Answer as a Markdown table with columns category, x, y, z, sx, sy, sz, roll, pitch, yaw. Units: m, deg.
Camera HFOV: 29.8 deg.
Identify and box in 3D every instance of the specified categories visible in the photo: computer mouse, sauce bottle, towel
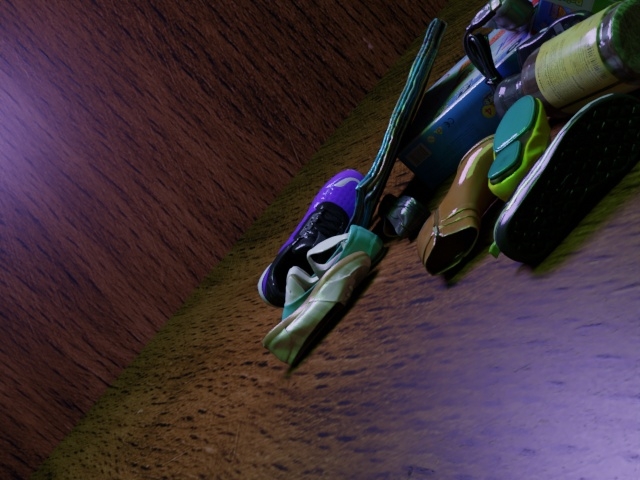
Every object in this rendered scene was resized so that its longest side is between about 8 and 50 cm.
| category | x | y | z | sx | sy | sz | roll | pitch | yaw |
| --- | --- | --- | --- | --- | --- | --- | --- | --- | --- |
| computer mouse | 0.325 | -0.297 | 1.786 | 0.060 | 0.184 | 0.262 | -26 | -6 | -35 |
| sauce bottle | 0.336 | -0.224 | 1.592 | 0.111 | 0.111 | 0.344 | -50 | 11 | -19 |
| towel | 0.122 | -0.171 | 2.076 | 0.271 | 0.040 | 0.370 | 107 | -174 | -66 |

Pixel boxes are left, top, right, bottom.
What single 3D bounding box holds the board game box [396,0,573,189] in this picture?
| category | x | y | z | sx | sy | sz | roll | pitch | yaw |
| --- | --- | --- | --- | --- | --- | --- | --- | --- | --- |
| board game box | 0.289 | -0.267 | 2.054 | 0.308 | 0.086 | 0.302 | -41 | 11 | 30 |

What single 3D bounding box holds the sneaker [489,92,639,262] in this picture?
| category | x | y | z | sx | sy | sz | roll | pitch | yaw |
| --- | --- | --- | --- | --- | --- | --- | --- | --- | --- |
| sneaker | 0.269 | -0.075 | 1.355 | 0.235 | 0.084 | 0.097 | -46 | 8 | 2 |

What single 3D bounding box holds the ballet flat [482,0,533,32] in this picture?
| category | x | y | z | sx | sy | sz | roll | pitch | yaw |
| --- | --- | --- | --- | --- | --- | --- | --- | --- | --- |
| ballet flat | 0.300 | -0.359 | 1.925 | 0.072 | 0.068 | 0.213 | -52 | 3 | 8 |

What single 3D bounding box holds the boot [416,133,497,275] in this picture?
| category | x | y | z | sx | sy | sz | roll | pitch | yaw |
| --- | --- | --- | --- | --- | --- | --- | --- | --- | --- |
| boot | 0.199 | -0.043 | 1.586 | 0.197 | 0.073 | 0.152 | -57 | 5 | 17 |

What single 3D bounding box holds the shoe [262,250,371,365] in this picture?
| category | x | y | z | sx | sy | sz | roll | pitch | yaw |
| --- | --- | --- | --- | --- | --- | --- | --- | --- | --- |
| shoe | 0.006 | 0.107 | 1.883 | 0.219 | 0.058 | 0.076 | -44 | -22 | -8 |

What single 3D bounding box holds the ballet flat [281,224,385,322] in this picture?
| category | x | y | z | sx | sy | sz | roll | pitch | yaw |
| --- | --- | --- | --- | --- | --- | --- | --- | --- | --- |
| ballet flat | -0.002 | 0.059 | 1.989 | 0.247 | 0.087 | 0.083 | -43 | 10 | 23 |

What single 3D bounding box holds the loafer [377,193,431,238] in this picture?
| category | x | y | z | sx | sy | sz | roll | pitch | yaw |
| --- | --- | --- | --- | --- | --- | --- | --- | --- | --- |
| loafer | 0.120 | -0.035 | 1.932 | 0.061 | 0.062 | 0.170 | -53 | 9 | -7 |

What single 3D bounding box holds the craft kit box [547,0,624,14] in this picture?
| category | x | y | z | sx | sy | sz | roll | pitch | yaw |
| --- | --- | --- | --- | --- | --- | --- | --- | --- | --- |
| craft kit box | 0.370 | -0.432 | 1.911 | 0.250 | 0.246 | 0.061 | -64 | -10 | -63 |

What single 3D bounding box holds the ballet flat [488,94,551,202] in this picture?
| category | x | y | z | sx | sy | sz | roll | pitch | yaw |
| --- | --- | --- | --- | --- | --- | --- | --- | --- | --- |
| ballet flat | 0.260 | -0.105 | 1.531 | 0.077 | 0.077 | 0.231 | -36 | 15 | 30 |

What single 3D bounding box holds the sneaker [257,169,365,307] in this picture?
| category | x | y | z | sx | sy | sz | roll | pitch | yaw |
| --- | --- | --- | --- | --- | --- | --- | --- | --- | --- |
| sneaker | 0.001 | 0.001 | 2.153 | 0.293 | 0.102 | 0.146 | -56 | 3 | -5 |
